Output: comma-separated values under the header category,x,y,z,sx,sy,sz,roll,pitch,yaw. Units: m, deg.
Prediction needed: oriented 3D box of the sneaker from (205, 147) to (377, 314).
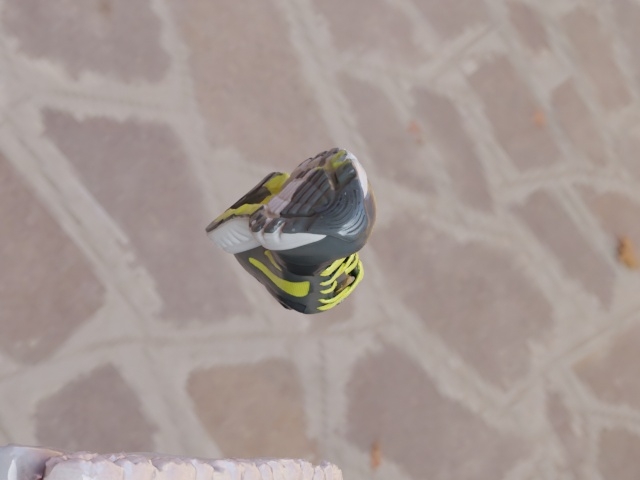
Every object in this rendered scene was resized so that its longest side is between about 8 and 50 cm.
category,x,y,z,sx,sy,sz,roll,pitch,yaw
sneaker,0.000,0.000,0.470,0.031,0.083,0.035,-44,102,-12

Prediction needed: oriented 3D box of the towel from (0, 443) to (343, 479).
category,x,y,z,sx,sy,sz,roll,pitch,yaw
towel,-0.055,0.234,0.690,0.332,0.053,0.317,30,62,-74
